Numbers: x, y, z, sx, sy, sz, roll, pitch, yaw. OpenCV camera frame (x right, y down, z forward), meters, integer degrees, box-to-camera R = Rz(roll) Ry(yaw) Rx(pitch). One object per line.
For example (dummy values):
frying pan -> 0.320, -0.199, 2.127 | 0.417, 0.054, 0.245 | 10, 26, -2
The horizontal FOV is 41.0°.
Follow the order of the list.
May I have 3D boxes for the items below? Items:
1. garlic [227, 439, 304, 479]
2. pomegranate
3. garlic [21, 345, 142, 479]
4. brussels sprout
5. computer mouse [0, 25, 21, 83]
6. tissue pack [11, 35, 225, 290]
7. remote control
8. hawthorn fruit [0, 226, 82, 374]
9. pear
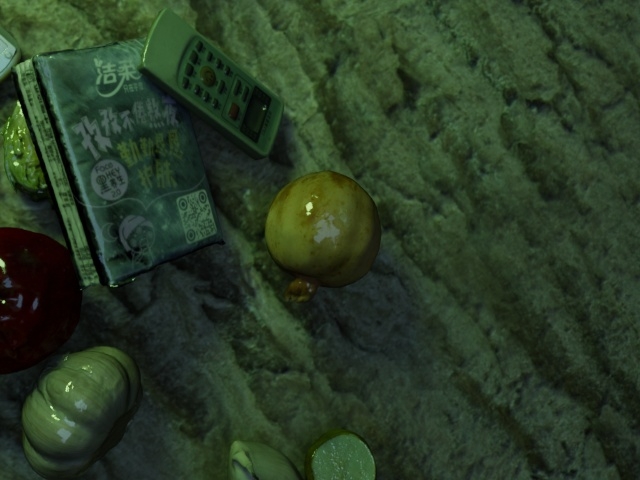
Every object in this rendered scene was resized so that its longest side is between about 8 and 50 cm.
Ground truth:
garlic -> -0.114, 0.488, 1.439 | 0.232, 0.246, 0.340 | -31, 115, 0
pomegranate -> 0.006, -0.015, 1.455 | 0.207, 0.207, 0.207 | -1, 95, -18
garlic -> -0.382, 0.263, 1.348 | 0.152, 0.228, 0.227 | 24, 86, 10
brussels sprout -> -0.432, -0.143, 1.354 | 0.139, 0.100, 0.180 | -11, 85, -22
computer mouse -> -0.559, -0.325, 1.322 | 0.199, 0.045, 0.102 | 41, 82, -17
tissue pack -> -0.303, -0.128, 1.339 | 0.259, 0.122, 0.361 | -26, 103, -47
remote control -> -0.172, -0.250, 1.389 | 0.285, 0.038, 0.123 | 38, 57, -39
hawthorn fruit -> -0.481, 0.086, 1.271 | 0.210, 0.266, 0.230 | 30, 84, 5
pear -> 0.030, 0.415, 1.546 | 0.141, 0.104, 0.141 | 8, 65, -17
